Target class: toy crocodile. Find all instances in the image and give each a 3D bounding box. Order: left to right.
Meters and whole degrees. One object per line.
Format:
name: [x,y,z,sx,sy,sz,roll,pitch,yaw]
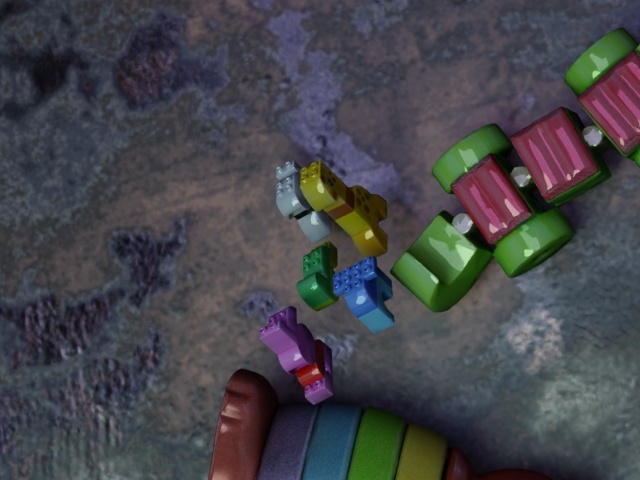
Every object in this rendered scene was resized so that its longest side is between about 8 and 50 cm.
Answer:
toy crocodile: [0.196,-0.071,1.518,0.340,0.105,0.115,-36,79,11]

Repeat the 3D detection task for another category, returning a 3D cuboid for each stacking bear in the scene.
stacking bear: [0.060,0.213,1.521,0.289,0.164,0.175,12,93,5]

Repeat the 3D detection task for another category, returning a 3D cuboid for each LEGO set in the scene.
LEGO set: [0.000,0.000,1.505,0.087,0.093,0.227,-28,39,24]
